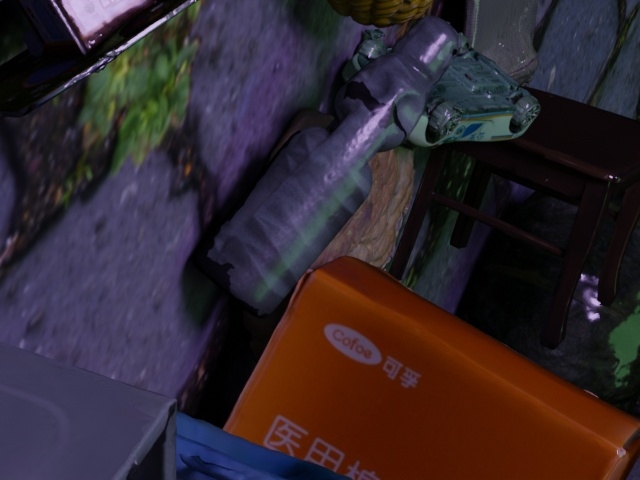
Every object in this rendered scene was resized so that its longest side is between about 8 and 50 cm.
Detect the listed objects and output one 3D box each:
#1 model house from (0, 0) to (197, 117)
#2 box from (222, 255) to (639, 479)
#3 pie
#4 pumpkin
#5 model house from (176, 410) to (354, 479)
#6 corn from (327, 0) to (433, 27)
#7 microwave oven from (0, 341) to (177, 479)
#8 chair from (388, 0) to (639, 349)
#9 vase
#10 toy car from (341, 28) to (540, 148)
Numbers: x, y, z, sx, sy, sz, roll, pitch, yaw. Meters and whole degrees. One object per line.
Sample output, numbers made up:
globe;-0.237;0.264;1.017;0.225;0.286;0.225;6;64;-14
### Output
model house;-0.098;-0.127;0.686;0.167;0.117;0.088;-38;111;-22
box;0.031;0.207;1.072;0.341;0.225;0.143;-63;163;10
pie;0.003;0.001;1.136;0.218;0.052;0.185;12;96;-72
pumpkin;0.254;0.085;1.663;0.300;0.207;0.300;-58;166;-24
model house;-0.105;0.196;0.809;0.303;0.215;0.237;39;71;-75
corn;0.020;-0.205;0.905;0.106;0.106;0.305;-65;162;-16
microwave oven;-0.195;0.170;0.485;0.295;0.237;0.181;-56;158;-47
chair;0.178;-0.102;1.325;0.160;0.186;0.319;-25;134;-57
vase;0.010;-0.050;1.011;0.211;0.060;0.060;-51;158;-6
toy car;0.079;-0.100;1.177;0.186;0.093;0.058;-11;140;-52
